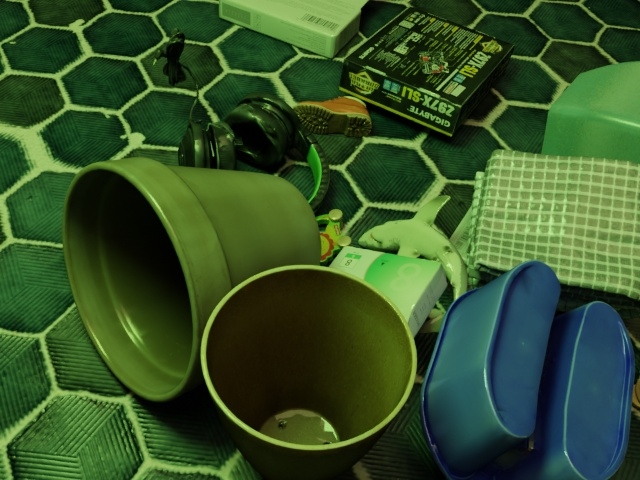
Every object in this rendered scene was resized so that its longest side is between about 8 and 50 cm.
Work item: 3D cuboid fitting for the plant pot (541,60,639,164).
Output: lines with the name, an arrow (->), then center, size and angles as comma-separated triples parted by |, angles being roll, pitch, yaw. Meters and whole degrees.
plant pot -> 0.540, -0.177, 1.299 | 0.252, 0.247, 0.248 | 25, 51, 28

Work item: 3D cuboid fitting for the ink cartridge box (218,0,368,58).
ink cartridge box -> -0.041, -0.552, 1.684 | 0.296, 0.066, 0.261 | 24, 51, 15

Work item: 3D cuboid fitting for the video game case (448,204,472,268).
video game case -> 0.332, -0.001, 1.261 | 0.183, 0.023, 0.201 | 26, 50, 17

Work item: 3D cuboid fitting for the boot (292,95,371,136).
boot -> 0.021, -0.252, 1.435 | 0.158, 0.059, 0.085 | 9, 45, -9

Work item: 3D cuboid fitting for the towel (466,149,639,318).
towel -> 0.374, -0.016, 1.140 | 0.283, 0.121, 0.235 | 8, 70, 12

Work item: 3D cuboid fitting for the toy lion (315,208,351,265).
toy lion -> 0.000, 0.000, 1.226 | 0.096, 0.034, 0.100 | -12, 50, -5

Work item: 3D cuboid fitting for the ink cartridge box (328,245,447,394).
ink cartridge box -> 0.055, 0.110, 1.058 | 0.181, 0.056, 0.225 | 10, 48, 39

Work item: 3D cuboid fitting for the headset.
headset -> -0.148, -0.187, 1.272 | 0.243, 0.185, 0.394 | -32, 70, -29

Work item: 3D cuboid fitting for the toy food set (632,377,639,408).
toy food set -> 0.502, 0.232, 1.072 | 0.083, 0.020, 0.082 | -31, 58, -29

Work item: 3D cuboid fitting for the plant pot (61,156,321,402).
plant pot -> -0.160, 0.027, 1.034 | 0.280, 0.323, 0.323 | -18, 51, -42

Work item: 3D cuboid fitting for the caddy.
caddy -> 0.269, 0.195, 0.983 | 0.241, 0.179, 0.341 | 32, 51, -6

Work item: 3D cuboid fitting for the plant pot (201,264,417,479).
plant pot -> -0.020, 0.202, 0.893 | 0.237, 0.254, 0.237 | 3, 48, -3

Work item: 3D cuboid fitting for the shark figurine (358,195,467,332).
shark figurine -> 0.193, 0.048, 1.159 | 0.166, 0.116, 0.278 | -38, 46, 7

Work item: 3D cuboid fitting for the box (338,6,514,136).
box -> 0.225, -0.361, 1.513 | 0.257, 0.079, 0.322 | 27, 45, 15
